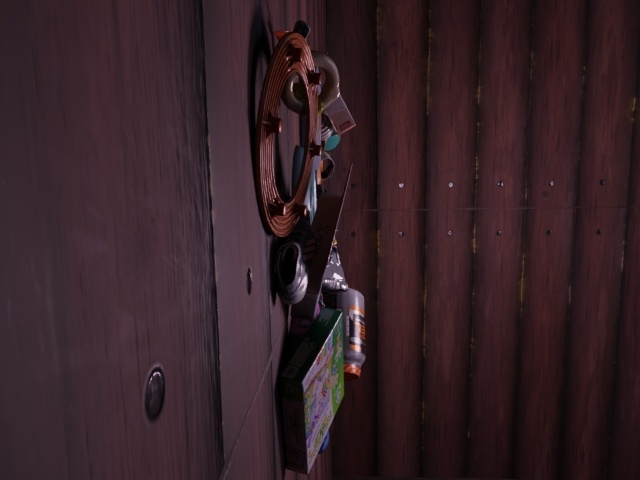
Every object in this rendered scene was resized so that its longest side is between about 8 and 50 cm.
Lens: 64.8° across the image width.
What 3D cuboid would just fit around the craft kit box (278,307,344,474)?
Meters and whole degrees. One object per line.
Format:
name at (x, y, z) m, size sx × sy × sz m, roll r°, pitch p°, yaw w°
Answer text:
craft kit box at (-0.011, 0.314, 1.082) m, size 0.250 × 0.060 × 0.247 m, roll -51°, pitch 147°, yaw -57°

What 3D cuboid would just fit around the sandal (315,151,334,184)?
sandal at (0.018, -0.292, 2.077) m, size 0.265 × 0.076 × 0.102 m, roll -85°, pitch 174°, yaw -58°

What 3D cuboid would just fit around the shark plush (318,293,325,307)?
shark plush at (-0.019, 0.180, 1.412) m, size 0.073 × 0.067 × 0.161 m, roll -83°, pitch 172°, yaw -68°

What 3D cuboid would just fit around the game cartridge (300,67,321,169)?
game cartridge at (-0.028, -0.371, 1.500) m, size 0.196 × 0.060 × 0.295 m, roll 23°, pitch 66°, yaw -82°

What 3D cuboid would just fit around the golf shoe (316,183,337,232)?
golf shoe at (-0.006, -0.103, 1.823) m, size 0.093 × 0.077 × 0.198 m, roll -4°, pitch -82°, yaw 62°

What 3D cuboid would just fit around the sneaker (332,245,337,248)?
sneaker at (0.038, 0.128, 2.119) m, size 0.269 × 0.101 × 0.153 m, roll -89°, pitch 175°, yaw -68°

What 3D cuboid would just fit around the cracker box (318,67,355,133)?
cracker box at (0.036, -0.475, 1.691) m, size 0.232 × 0.067 × 0.156 m, roll 60°, pitch 9°, yaw -10°

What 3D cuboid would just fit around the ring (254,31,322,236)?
ring at (-0.040, -0.171, 0.853) m, size 0.336 × 0.032 × 0.337 m, roll 7°, pitch 90°, yaw -79°

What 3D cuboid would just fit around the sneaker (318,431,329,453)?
sneaker at (-0.013, 0.605, 1.636) m, size 0.082 × 0.069 × 0.210 m, roll -12°, pitch 114°, yaw -54°

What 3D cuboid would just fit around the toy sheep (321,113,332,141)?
toy sheep at (-0.001, -0.382, 1.693) m, size 0.132 × 0.091 × 0.091 m, roll 54°, pitch 31°, yaw -52°

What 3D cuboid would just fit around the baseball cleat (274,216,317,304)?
baseball cleat at (-0.044, 0.017, 0.951) m, size 0.110 × 0.072 × 0.206 m, roll 86°, pitch 4°, yaw -51°

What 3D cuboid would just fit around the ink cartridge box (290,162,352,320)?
ink cartridge box at (0.000, 0.000, 1.096) m, size 0.239 × 0.060 × 0.275 m, roll 101°, pitch 3°, yaw -54°

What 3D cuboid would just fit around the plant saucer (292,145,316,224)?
plant saucer at (-0.039, -0.093, 1.345) m, size 0.317 × 0.043 × 0.318 m, roll -1°, pitch 90°, yaw -87°

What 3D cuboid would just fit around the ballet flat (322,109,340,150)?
ballet flat at (0.022, -0.450, 1.985) m, size 0.316 × 0.107 × 0.106 m, roll 77°, pitch 6°, yaw -82°

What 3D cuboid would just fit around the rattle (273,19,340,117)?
rattle at (-0.049, -0.352, 0.986) m, size 0.200 × 0.130 × 0.143 m, roll 47°, pitch 23°, yaw -44°

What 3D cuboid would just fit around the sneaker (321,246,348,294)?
sneaker at (-0.005, 0.064, 1.298) m, size 0.228 × 0.086 × 0.132 m, roll 23°, pitch 58°, yaw -63°

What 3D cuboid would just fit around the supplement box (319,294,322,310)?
supplement box at (-0.014, 0.230, 1.717) m, size 0.055 × 0.043 × 0.083 m, roll 85°, pitch 4°, yaw -55°

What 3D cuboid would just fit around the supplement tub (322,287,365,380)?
supplement tub at (0.070, 0.350, 1.878) m, size 0.194 × 0.193 × 0.316 m, roll 83°, pitch 7°, yaw -63°

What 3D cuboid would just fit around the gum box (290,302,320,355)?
gum box at (-0.031, 0.251, 1.223) m, size 0.107 × 0.062 × 0.189 m, roll -84°, pitch 173°, yaw -58°

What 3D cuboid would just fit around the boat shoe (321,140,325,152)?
boat shoe at (-0.010, -0.386, 1.808) m, size 0.048 × 0.056 × 0.153 m, roll -76°, pitch 159°, yaw -59°

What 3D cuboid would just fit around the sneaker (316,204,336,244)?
sneaker at (0.009, -0.016, 1.736) m, size 0.088 × 0.092 × 0.226 m, roll -50°, pitch 139°, yaw -84°
